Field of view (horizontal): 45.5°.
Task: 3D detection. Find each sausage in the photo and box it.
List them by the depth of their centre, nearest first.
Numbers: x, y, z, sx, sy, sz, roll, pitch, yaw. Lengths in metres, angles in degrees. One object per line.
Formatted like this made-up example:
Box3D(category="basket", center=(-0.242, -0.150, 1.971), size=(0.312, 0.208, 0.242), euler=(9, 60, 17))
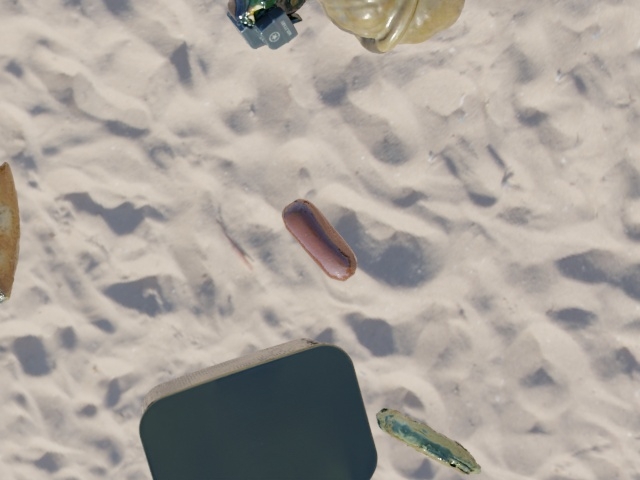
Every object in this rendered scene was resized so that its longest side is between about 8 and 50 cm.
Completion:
Box3D(category="sausage", center=(0.000, 0.000, 1.513), size=(0.077, 0.077, 0.194), euler=(-34, 102, 33))

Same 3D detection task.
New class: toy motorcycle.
Box3D(category="toy motorcycle", center=(-0.117, -0.351, 0.997), size=(0.187, 0.274, 0.124), euler=(-36, 57, 3))

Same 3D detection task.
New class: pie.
Box3D(category="pie", center=(0.274, 0.505, 1.914), size=(0.306, 0.306, 0.071), euler=(24, 79, 12))

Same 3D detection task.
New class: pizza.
Box3D(category="pizza", center=(-0.430, -0.007, 0.941), size=(0.063, 0.161, 0.182), euler=(-6, 91, 12))

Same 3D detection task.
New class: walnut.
Box3D(category="walnut", center=(0.139, -0.504, 1.474), size=(0.296, 0.285, 0.285), euler=(3, 122, -18))

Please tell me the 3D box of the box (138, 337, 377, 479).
Box3D(category="box", center=(-0.062, 0.182, 0.719), size=(0.201, 0.090, 0.144), euler=(-18, 95, -15))
